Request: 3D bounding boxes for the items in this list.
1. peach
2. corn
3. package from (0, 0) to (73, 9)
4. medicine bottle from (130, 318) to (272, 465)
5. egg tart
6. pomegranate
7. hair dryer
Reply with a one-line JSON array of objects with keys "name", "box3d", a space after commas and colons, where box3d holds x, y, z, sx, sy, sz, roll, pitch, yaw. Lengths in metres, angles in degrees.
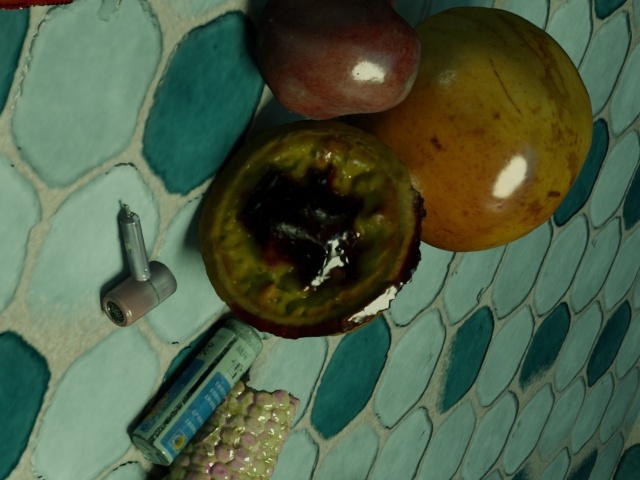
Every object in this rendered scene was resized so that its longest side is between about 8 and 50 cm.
[{"name": "peach", "box3d": [0.012, -0.182, 1.295, 0.152, 0.152, 0.152, -40, 144, -38]}, {"name": "corn", "box3d": [-0.131, 0.295, 1.463, 0.335, 0.127, 0.126, -63, 152, -5]}, {"name": "package", "box3d": [-0.187, -0.262, 1.004, 0.083, 0.022, 0.200, -18, 126, -54]}, {"name": "medicine bottle", "box3d": [-0.114, 0.141, 1.435, 0.191, 0.051, 0.051, -49, 149, -24]}, {"name": "egg tart", "box3d": [0.000, 0.000, 1.368, 0.215, 0.215, 0.171, -60, 165, -7]}, {"name": "pomegranate", "box3d": [0.152, -0.121, 1.471, 0.264, 0.264, 0.264, -40, 144, -38]}, {"name": "hair dryer", "box3d": [-0.167, 0.016, 1.264, 0.063, 0.037, 0.114, -38, 135, -38]}]
